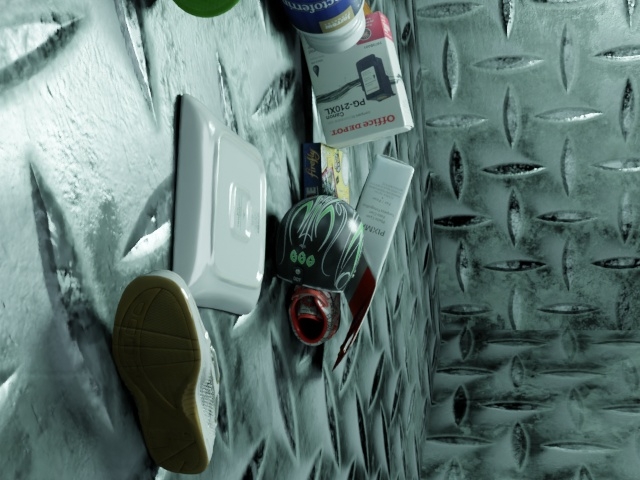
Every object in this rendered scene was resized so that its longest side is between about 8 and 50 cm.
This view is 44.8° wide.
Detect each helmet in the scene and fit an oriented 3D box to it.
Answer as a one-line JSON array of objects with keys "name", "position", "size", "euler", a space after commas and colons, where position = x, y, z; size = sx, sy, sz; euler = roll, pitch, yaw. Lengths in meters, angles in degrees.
[{"name": "helmet", "position": [0.000, 0.000, 1.372], "size": [0.169, 0.170, 0.161], "euler": [1, 104, -75]}]

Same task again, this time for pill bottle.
[{"name": "pill bottle", "position": [-0.004, -0.469, 1.416], "size": [0.264, 0.153, 0.153], "euler": [55, 36, -63]}]

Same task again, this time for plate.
[{"name": "plate", "position": [-0.130, -0.038, 1.110], "size": [0.278, 0.045, 0.277], "euler": [32, 57, -73]}]

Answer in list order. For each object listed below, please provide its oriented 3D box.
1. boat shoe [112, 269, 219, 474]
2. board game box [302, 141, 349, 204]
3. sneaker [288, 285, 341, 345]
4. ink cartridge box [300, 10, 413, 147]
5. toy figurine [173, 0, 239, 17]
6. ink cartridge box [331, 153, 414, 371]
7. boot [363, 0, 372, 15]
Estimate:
[{"name": "boat shoe", "position": [-0.164, 0.137, 0.878], "size": [0.096, 0.098, 0.277], "euler": [-69, 163, -56]}, {"name": "board game box", "position": [0.015, -0.117, 1.668], "size": [0.243, 0.042, 0.165], "euler": [-2, 90, -75]}, {"name": "sneaker", "position": [-0.005, 0.067, 1.481], "size": [0.145, 0.090, 0.269], "euler": [-21, 111, -77]}, {"name": "ink cartridge box", "position": [0.076, -0.323, 1.592], "size": [0.100, 0.172, 0.237], "euler": [-21, 98, -74]}, {"name": "toy figurine", "position": [-0.178, -0.341, 0.870], "size": [0.173, 0.130, 0.159], "euler": [66, 26, -1]}, {"name": "ink cartridge box", "position": [0.070, 0.056, 1.593], "size": [0.308, 0.091, 0.384], "euler": [107, 4, -71]}, {"name": "boot", "position": [0.071, -0.512, 1.706], "size": [0.280, 0.096, 0.264], "euler": [58, 25, -46]}]
